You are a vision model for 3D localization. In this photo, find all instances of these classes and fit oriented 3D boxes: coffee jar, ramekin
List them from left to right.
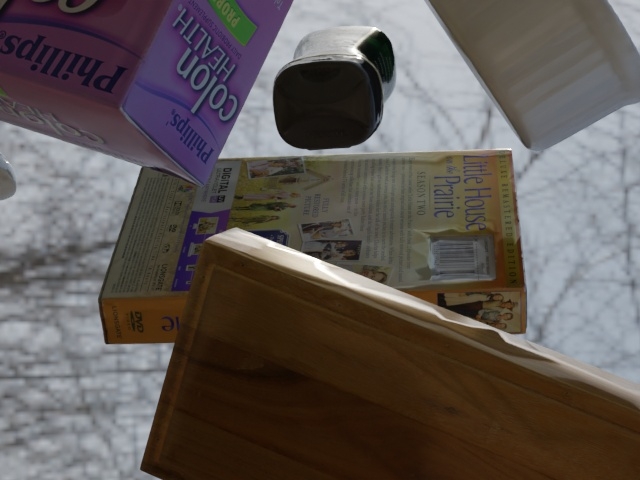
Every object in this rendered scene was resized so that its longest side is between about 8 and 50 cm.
[{"bbox_3d":[0.013,-0.135,1.427,0.184,0.096,0.079,-70,155,-71],"label":"coffee jar"},{"bbox_3d":[0.194,-0.221,1.600,0.135,0.277,0.277,-34,-129,6],"label":"ramekin"}]

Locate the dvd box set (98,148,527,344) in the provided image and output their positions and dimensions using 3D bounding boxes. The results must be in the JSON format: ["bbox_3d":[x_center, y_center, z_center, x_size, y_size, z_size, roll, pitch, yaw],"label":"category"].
[{"bbox_3d":[0.000,0.000,1.708,0.308,0.420,0.062,-85,172,-60],"label":"dvd box set"}]

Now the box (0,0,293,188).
[{"bbox_3d":[-0.129,-0.186,0.994,0.213,0.117,0.243,19,-102,27],"label":"box"}]

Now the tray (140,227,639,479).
[{"bbox_3d":[0.076,0.158,1.257,0.411,0.076,0.203,21,-74,16],"label":"tray"}]

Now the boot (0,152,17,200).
[{"bbox_3d":[-0.368,-0.117,1.661,0.069,0.190,0.086,-13,-120,16],"label":"boot"}]
